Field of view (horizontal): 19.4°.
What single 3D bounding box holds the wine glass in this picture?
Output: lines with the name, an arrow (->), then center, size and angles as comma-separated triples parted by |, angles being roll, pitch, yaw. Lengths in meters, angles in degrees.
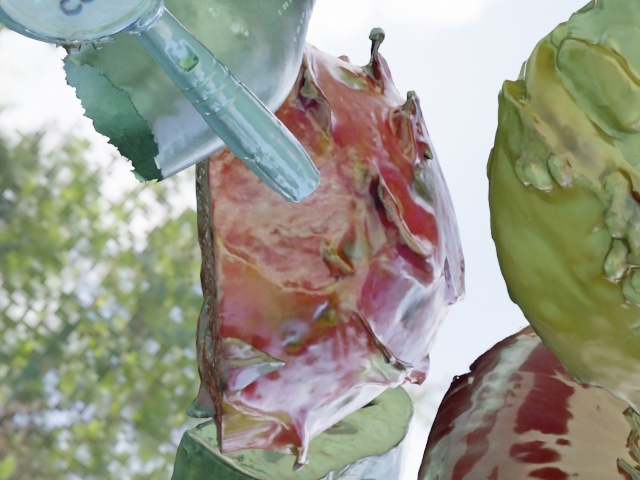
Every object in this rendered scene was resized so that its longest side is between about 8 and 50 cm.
wine glass -> -0.047, -0.147, 1.224 | 0.241, 0.126, 0.126 | -41, -152, -15

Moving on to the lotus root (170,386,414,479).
lotus root -> -0.033, 0.283, 1.861 | 0.149, 0.267, 0.260 | 34, -57, 29

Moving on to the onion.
onion -> 0.219, 0.224, 1.358 | 0.285, 0.347, 0.348 | -50, -164, 57

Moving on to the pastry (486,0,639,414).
pastry -> 0.231, -0.049, 0.898 | 0.311, 0.255, 0.162 | -50, -167, -6

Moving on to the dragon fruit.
dragon fruit -> 0.000, 0.000, 1.598 | 0.249, 0.371, 0.386 | -4, -146, -4

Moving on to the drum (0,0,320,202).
drum -> -0.103, -0.102, 0.981 | 0.130, 0.253, 0.049 | -31, -154, -10
